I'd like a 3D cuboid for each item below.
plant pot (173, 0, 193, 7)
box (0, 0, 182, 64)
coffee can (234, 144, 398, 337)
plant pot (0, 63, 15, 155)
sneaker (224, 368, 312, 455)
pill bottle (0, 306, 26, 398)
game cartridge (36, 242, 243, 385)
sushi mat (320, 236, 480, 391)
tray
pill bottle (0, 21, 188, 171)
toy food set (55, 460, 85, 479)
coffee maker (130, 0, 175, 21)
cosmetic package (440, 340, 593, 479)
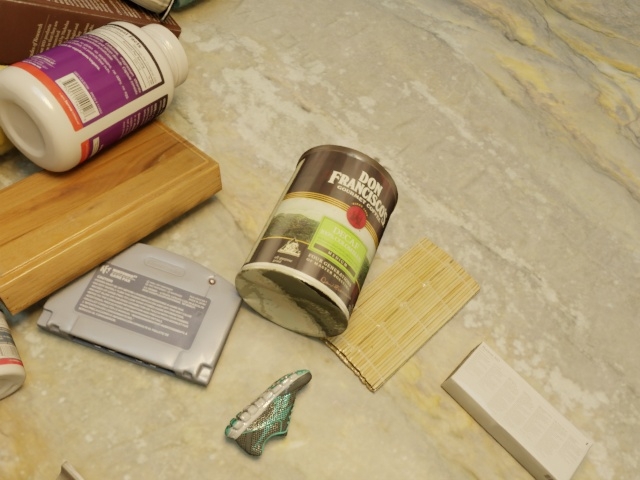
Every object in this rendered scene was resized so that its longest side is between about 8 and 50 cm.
[{"bbox_3d":[-0.346,-0.655,1.262,0.290,0.290,0.195,21,84,1],"label":"plant pot"},{"bbox_3d":[-0.486,-0.435,1.071,0.191,0.143,0.381,51,32,18],"label":"box"},{"bbox_3d":[0.000,0.000,0.971,0.202,0.201,0.275,23,59,3],"label":"coffee can"},{"bbox_3d":[-0.652,-0.218,0.963,0.254,0.254,0.239,41,45,13],"label":"plant pot"},{"bbox_3d":[-0.071,0.276,0.892,0.166,0.065,0.076,-38,90,-23],"label":"sneaker"},{"bbox_3d":[-0.529,0.151,0.839,0.108,0.108,0.180,-24,67,-22],"label":"pill bottle"},{"bbox_3d":[-0.292,0.108,0.942,0.294,0.060,0.196,20,62,0],"label":"game cartridge"},{"bbox_3d":[0.152,0.126,1.034,0.316,0.019,0.151,-36,71,-27],"label":"sushi mat"},{"bbox_3d":[-0.398,-0.067,0.966,0.203,0.076,0.411,36,55,26],"label":"tray"},{"bbox_3d":[-0.391,-0.271,0.987,0.181,0.181,0.323,35,50,10],"label":"pill bottle"},{"bbox_3d":[-0.372,0.474,0.692,0.220,0.092,0.306,39,61,12],"label":"toy food set"},{"bbox_3d":[-0.382,-0.520,1.068,0.178,0.120,0.171,10,20,-40],"label":"coffee maker"},{"bbox_3d":[0.331,0.296,0.947,0.099,0.060,0.239,-39,74,-25],"label":"cosmetic package"}]
